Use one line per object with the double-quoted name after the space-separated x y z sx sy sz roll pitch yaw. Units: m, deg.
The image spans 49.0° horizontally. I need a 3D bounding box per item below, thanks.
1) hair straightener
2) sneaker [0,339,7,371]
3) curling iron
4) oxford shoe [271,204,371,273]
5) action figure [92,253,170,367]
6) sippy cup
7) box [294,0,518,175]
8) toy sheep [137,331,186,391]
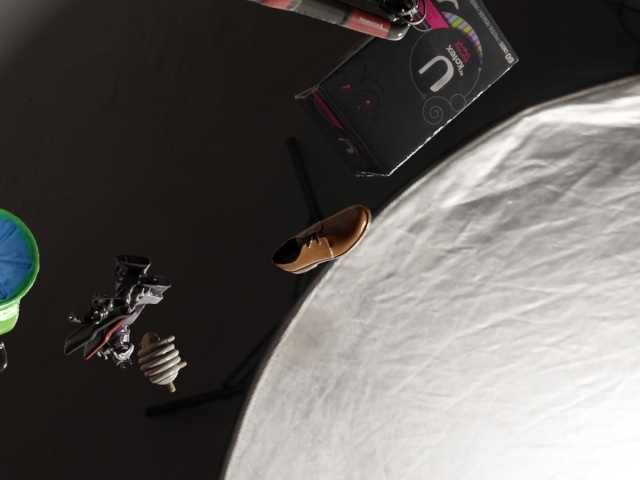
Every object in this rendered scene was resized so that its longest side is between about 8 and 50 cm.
-0.413 0.156 1.276 0.089 0.230 0.047 21 52 -36 "hair straightener"
-0.397 0.172 0.635 0.130 0.286 0.109 11 135 7 "sneaker"
-0.041 -0.223 0.594 0.274 0.035 0.068 7 71 -13 "curling iron"
0.000 0.000 1.292 0.212 0.076 0.076 -34 156 25 "oxford shoe"
-0.455 0.165 1.602 0.099 0.185 0.285 -4 135 -49 "action figure"
-0.790 0.055 1.573 0.240 0.224 0.306 23 63 -41 "sippy cup"
0.124 -0.240 1.039 0.270 0.143 0.165 -42 105 -8 "box"
-0.328 0.249 1.444 0.091 0.091 0.132 -28 86 -21 "toy sheep"
